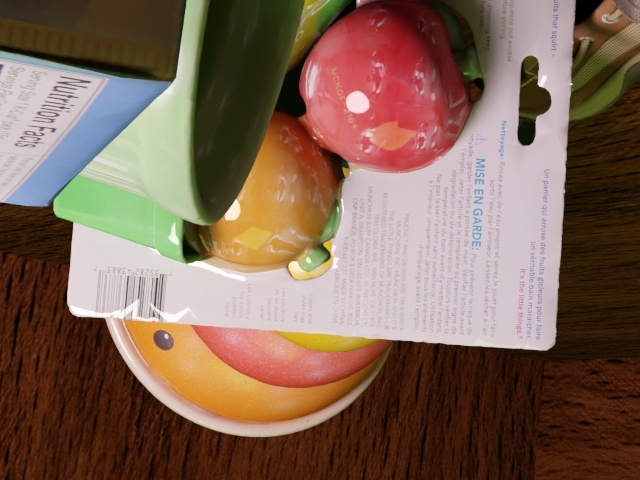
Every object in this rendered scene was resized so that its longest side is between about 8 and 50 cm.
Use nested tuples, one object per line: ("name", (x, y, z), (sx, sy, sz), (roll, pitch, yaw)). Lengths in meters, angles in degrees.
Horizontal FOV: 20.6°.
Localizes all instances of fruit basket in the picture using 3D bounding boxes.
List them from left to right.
("fruit basket", (-0.002, -0.098, 1.225), (0.353, 0.327, 0.165), (3, -176, 8))

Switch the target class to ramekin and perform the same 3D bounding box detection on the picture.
("ramekin", (-0.095, -0.170, 0.946), (0.148, 0.303, 0.303), (14, 171, 6))

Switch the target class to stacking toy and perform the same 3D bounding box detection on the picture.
("stacking toy", (0.000, 0.000, 1.731), (0.350, 0.351, 0.480), (10, 165, -20))

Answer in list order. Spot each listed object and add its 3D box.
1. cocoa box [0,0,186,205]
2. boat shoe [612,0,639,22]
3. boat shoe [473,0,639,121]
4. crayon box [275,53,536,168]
("cocoa box", (-0.158, -0.208, 0.591), (0.228, 0.347, 0.231), (9, 169, -17))
("boat shoe", (0.191, -0.240, 0.931), (0.116, 0.123, 0.324), (-27, 159, -2))
("boat shoe", (0.195, -0.176, 1.257), (0.120, 0.123, 0.324), (20, 161, -21))
("crayon box", (-0.005, -0.119, 1.467), (0.203, 0.083, 0.323), (15, -172, -39))
